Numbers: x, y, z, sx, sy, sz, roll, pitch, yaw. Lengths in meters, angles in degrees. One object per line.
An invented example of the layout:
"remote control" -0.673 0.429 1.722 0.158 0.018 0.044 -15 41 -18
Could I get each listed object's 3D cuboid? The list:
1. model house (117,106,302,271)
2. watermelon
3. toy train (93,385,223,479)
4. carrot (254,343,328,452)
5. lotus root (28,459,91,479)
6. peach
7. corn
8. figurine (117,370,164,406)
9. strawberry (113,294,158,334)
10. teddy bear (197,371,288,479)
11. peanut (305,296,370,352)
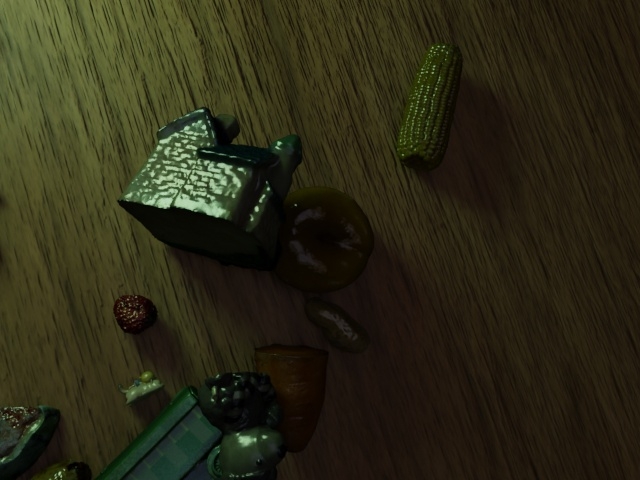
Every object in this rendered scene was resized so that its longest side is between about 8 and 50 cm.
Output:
"model house" -0.192 -0.119 0.958 0.299 0.243 0.283 13 71 16
"watermelon" -0.600 0.378 0.884 0.139 0.071 0.187 38 74 -2
"toy train" -0.289 0.451 0.927 0.202 0.120 0.301 45 73 0
"carrot" -0.066 0.337 1.002 0.159 0.159 0.224 2 91 -15
"lotus root" -0.533 0.513 0.853 0.097 0.110 0.258 38 73 -8
"peach" 0.000 0.000 1.066 0.252 0.153 0.250 1 83 -8
"corn" 0.286 -0.346 1.209 0.131 0.131 0.344 20 76 -11
"figurine" -0.371 0.302 0.970 0.083 0.047 0.050 -25 77 -22
"strawberry" -0.386 0.149 0.976 0.097 0.083 0.083 21 74 19
"teddy bear" -0.120 0.361 0.877 0.144 0.171 0.250 -29 76 25
"peanut" 0.038 0.198 1.080 0.175 0.080 0.080 40 73 -2
